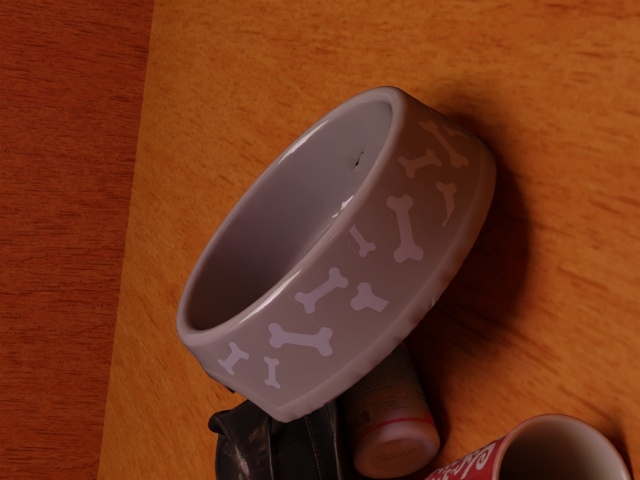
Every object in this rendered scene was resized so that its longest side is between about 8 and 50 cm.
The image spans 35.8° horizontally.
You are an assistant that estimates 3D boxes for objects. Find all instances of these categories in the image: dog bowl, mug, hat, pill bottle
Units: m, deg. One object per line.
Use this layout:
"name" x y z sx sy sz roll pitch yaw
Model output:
"dog bowl" 0.000 0.000 0.929 0.349 0.102 0.349 -43 20 20
"mug" 0.126 0.196 0.749 0.113 0.150 0.169 -68 9 -27
"hat" -0.045 0.225 1.025 0.331 0.134 0.331 168 90 -84
"pill bottle" 0.056 0.148 0.987 0.160 0.087 0.087 -106 30 -41
